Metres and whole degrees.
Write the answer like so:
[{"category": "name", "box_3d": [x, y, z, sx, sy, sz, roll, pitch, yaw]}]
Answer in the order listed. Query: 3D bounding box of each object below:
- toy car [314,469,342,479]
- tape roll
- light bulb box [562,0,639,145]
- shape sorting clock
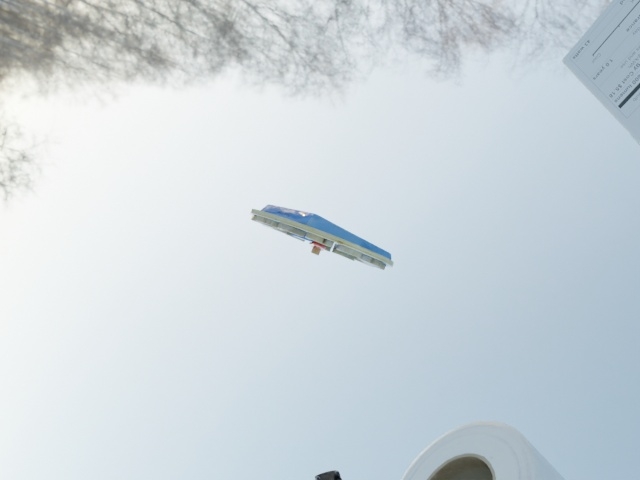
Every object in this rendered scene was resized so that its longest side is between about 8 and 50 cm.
[{"category": "toy car", "box_3d": [-0.015, 0.341, 0.742, 0.060, 0.121, 0.041, 16, -63, 54]}, {"category": "tape roll", "box_3d": [0.231, 0.393, 0.784, 0.246, 0.169, 0.246, -41, -166, 13]}, {"category": "light bulb box", "box_3d": [0.622, -0.272, 0.831, 0.358, 0.225, 0.361, -55, -139, 37]}, {"category": "shape sorting clock", "box_3d": [0.000, 0.000, 0.785, 0.206, 0.206, 0.040, 18, -98, 52]}]
